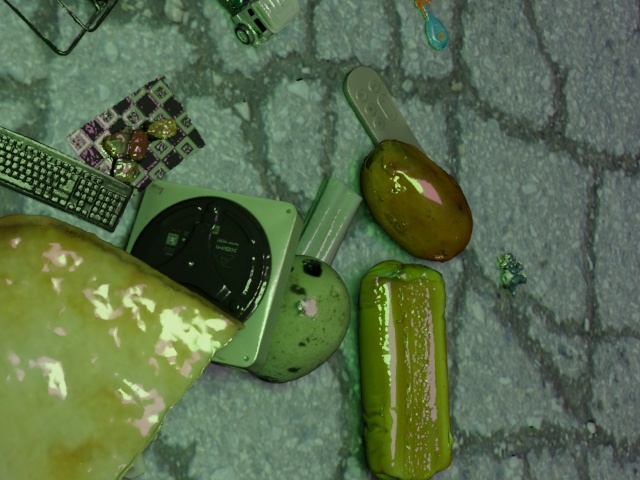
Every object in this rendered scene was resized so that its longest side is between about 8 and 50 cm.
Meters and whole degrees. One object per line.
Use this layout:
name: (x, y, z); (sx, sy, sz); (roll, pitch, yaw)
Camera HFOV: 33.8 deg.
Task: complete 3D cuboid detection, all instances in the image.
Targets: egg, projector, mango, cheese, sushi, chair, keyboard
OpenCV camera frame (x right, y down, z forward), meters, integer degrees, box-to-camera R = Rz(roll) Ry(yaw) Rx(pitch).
egg: (-0.048, 0.130, 1.676); (0.177, 0.177, 0.228); (8, 120, -28)
projector: (-0.180, 0.048, 1.590); (0.079, 0.257, 0.259); (51, 51, -66)
mango: (0.173, -0.071, 1.843); (0.248, 0.151, 0.156); (50, 52, -16)
cheese: (0.210, -0.407, 1.969); (0.047, 0.017, 0.111); (-29, 99, -31)
sushi: (-0.281, -0.162, 1.666); (0.201, 0.031, 0.139); (-40, 104, -26)
chair: (-0.350, -0.413, 1.596); (0.145, 0.140, 0.221); (48, 64, -17)
keyboard: (-0.407, -0.098, 1.588); (0.250, 0.017, 0.087); (26, 91, -24)

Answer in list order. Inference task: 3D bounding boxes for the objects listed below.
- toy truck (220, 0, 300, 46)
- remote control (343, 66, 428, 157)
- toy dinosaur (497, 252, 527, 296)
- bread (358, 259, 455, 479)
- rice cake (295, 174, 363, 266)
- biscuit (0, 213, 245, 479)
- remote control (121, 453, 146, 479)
toy truck: (-0.127, -0.432, 1.730); (0.110, 0.116, 0.216); (-45, 106, -25)
remote control: (0.121, -0.202, 1.896); (0.077, 0.022, 0.245); (-38, 102, -25)
toy dinosaur: (0.361, 0.064, 1.995); (0.047, 0.030, 0.083); (-19, 93, -28)
bread: (0.138, 0.225, 1.810); (0.166, 0.112, 0.383); (0, 85, -31)
rice cake: (0.000, -0.001, 1.798); (0.080, 0.042, 0.221); (32, 71, -17)
biscuit: (-0.403, 0.188, 1.466); (0.446, 0.104, 0.429); (31, 86, -4)
remote control: (-0.354, 0.221, 1.561); (0.109, 0.055, 0.313); (-19, 95, -13)
